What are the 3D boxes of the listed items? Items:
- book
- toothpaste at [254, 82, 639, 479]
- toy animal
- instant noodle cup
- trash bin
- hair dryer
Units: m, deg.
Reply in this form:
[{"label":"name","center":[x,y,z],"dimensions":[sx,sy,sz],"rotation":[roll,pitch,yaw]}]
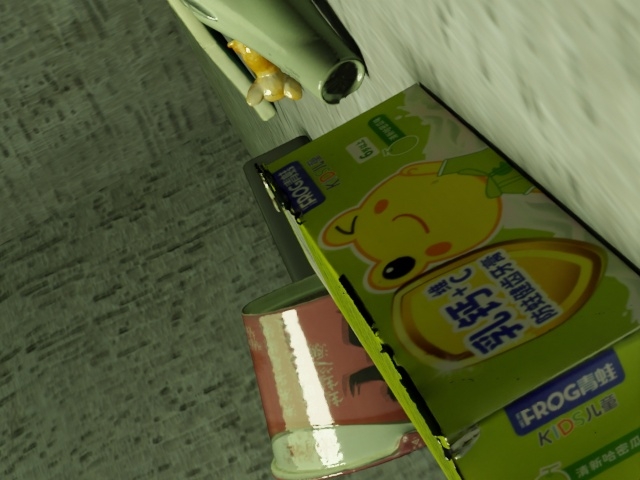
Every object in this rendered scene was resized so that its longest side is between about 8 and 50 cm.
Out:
[{"label":"book","center":[-0.206,-0.357,1.946],"dimensions":[0.379,0.031,0.264],"rotation":[55,-177,24]},{"label":"toothpaste","center":[0.065,0.019,0.678],"dimensions":[0.077,0.110,0.327],"rotation":[64,176,-28]},{"label":"toy animal","center":[-0.059,-0.182,1.447],"dimensions":[0.081,0.060,0.083],"rotation":[-172,62,-88]},{"label":"instant noodle cup","center":[0.030,0.127,1.428],"dimensions":[0.235,0.235,0.178],"rotation":[-143,34,-83]},{"label":"trash bin","center":[0.000,0.000,1.714],"dimensions":[0.225,0.115,0.165],"rotation":[64,179,18]},{"label":"hair dryer","center":[-0.039,-0.199,0.965],"dimensions":[0.219,0.088,0.225],"rotation":[53,160,14]}]
